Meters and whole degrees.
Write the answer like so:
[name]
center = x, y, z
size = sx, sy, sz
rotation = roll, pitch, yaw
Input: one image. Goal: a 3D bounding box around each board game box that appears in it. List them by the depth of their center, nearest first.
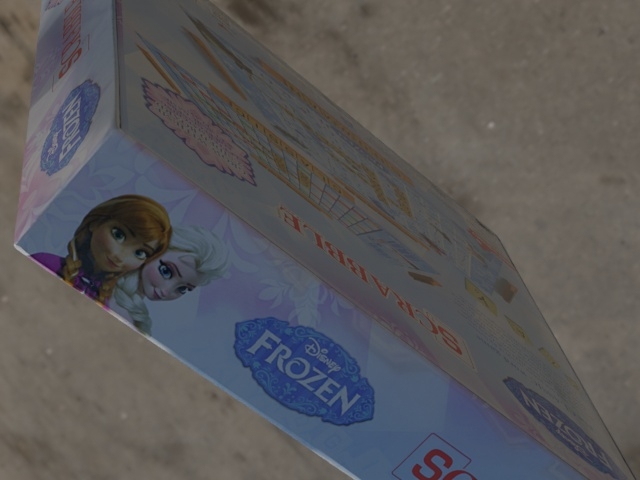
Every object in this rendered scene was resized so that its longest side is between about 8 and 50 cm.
[board game box]
center = 0.000, 0.000, 0.709
size = 0.319, 0.066, 0.318
rotation = 37, -165, -22
